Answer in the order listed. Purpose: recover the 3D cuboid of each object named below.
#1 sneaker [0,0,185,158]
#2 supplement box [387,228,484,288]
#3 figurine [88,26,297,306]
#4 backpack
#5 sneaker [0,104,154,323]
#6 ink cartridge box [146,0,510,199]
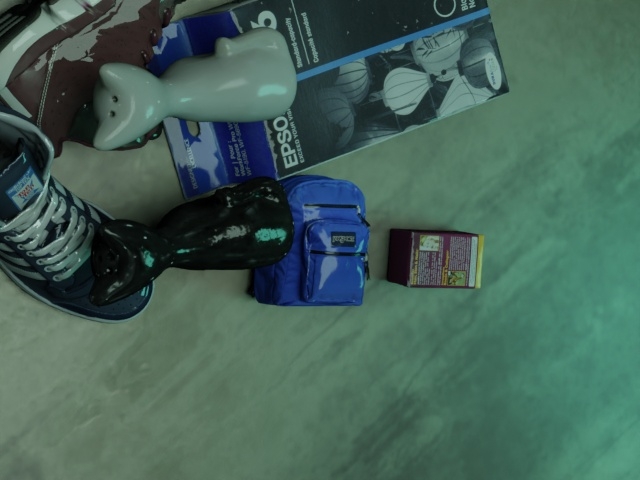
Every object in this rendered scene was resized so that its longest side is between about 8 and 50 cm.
[{"bbox_3d":[-0.157,-0.178,1.518,0.281,0.106,0.162,-39,115,-11],"label":"sneaker"},{"bbox_3d":[0.112,0.018,1.698,0.083,0.043,0.055,3,94,-28],"label":"supplement box"},{"bbox_3d":[-0.116,-0.064,1.465,0.209,0.092,0.215,-19,117,-49],"label":"figurine"},{"bbox_3d":[0.000,0.000,1.610,0.098,0.101,0.120,1,91,-34],"label":"backpack"},{"bbox_3d":[-0.231,-0.019,1.459,0.282,0.153,0.099,43,77,-24],"label":"sneaker"},{"bbox_3d":[0.009,-0.162,1.619,0.332,0.065,0.165,-22,105,-22],"label":"ink cartridge box"}]
